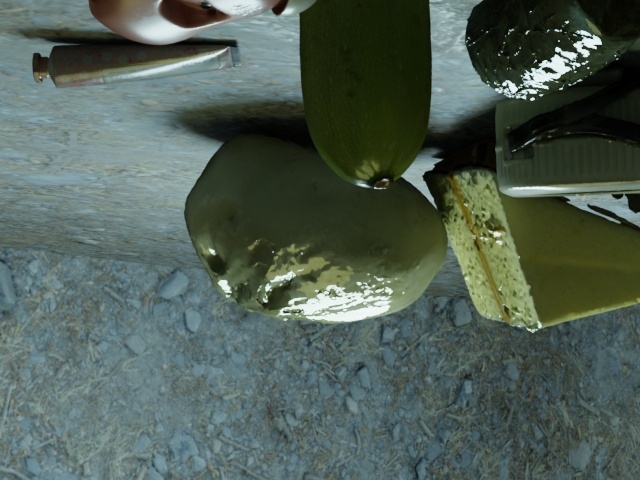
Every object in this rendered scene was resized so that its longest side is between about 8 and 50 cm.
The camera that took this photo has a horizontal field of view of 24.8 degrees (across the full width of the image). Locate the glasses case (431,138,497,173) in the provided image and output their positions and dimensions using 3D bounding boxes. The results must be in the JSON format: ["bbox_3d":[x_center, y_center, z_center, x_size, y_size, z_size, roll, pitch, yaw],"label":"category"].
[{"bbox_3d":[0.204,-0.101,1.939,0.064,0.041,0.170,16,170,-12],"label":"glasses case"}]

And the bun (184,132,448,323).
[{"bbox_3d":[0.000,0.000,1.911,0.326,0.235,0.362,9,170,38],"label":"bun"}]

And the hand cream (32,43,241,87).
[{"bbox_3d":[-0.186,-0.180,1.482,0.209,0.043,0.067,-3,168,0],"label":"hand cream"}]

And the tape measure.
[{"bbox_3d":[0.318,-0.112,1.513,0.271,0.133,0.231,0,180,8],"label":"tape measure"}]

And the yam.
[{"bbox_3d":[0.196,-0.177,1.163,0.107,0.107,0.183,5,171,-15],"label":"yam"}]

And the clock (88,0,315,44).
[{"bbox_3d":[-0.088,-0.203,1.088,0.162,0.093,0.166,-5,169,26],"label":"clock"}]

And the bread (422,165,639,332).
[{"bbox_3d":[0.342,-0.016,1.878,0.404,0.242,0.345,-15,-175,-20],"label":"bread"}]

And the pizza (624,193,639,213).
[{"bbox_3d":[0.498,-0.062,1.772,0.323,0.089,0.223,0,156,-29],"label":"pizza"}]

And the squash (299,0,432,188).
[{"bbox_3d":[0.043,-0.132,1.241,0.123,0.187,0.123,-3,168,-1],"label":"squash"}]

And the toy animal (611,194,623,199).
[{"bbox_3d":[0.339,-0.095,1.859,0.219,0.069,0.086,-10,148,31],"label":"toy animal"}]
